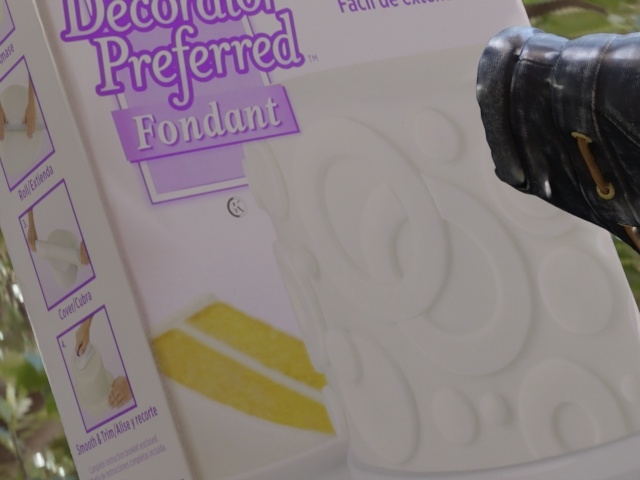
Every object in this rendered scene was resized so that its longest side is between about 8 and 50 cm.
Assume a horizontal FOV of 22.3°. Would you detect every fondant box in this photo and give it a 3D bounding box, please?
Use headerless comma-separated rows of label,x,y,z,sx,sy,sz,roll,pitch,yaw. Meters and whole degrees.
fondant box,0.000,0.000,0.688,0.238,0.096,0.330,-13,-102,-35

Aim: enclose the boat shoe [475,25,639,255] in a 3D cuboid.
boat shoe,0.118,-0.022,0.565,0.183,0.083,0.065,48,-121,-55
